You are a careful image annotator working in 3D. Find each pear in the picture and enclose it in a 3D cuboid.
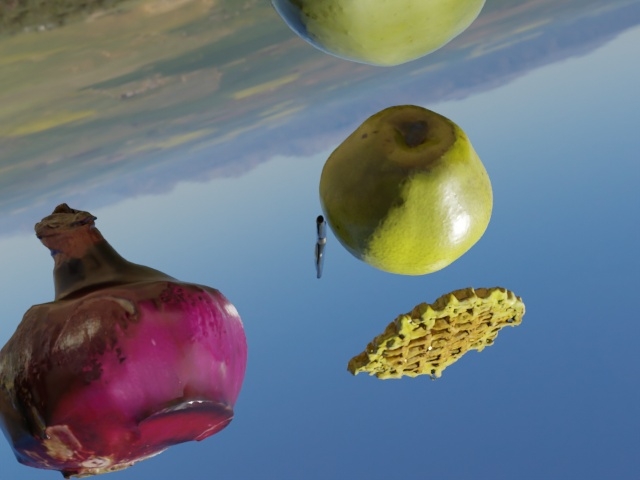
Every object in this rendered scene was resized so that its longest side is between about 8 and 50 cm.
[{"bbox_3d":[0.097,-0.051,1.088,0.198,0.198,0.198,-18,-174,2],"label":"pear"}]

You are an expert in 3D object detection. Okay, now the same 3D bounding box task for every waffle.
[{"bbox_3d":[0.174,0.140,1.421,0.245,0.052,0.254,6,144,-43],"label":"waffle"}]

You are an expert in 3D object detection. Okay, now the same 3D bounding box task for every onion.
[{"bbox_3d":[-0.309,0.130,1.446,0.398,0.420,0.398,-13,162,-4],"label":"onion"}]

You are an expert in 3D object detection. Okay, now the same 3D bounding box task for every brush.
[{"bbox_3d":[0.000,0.000,1.267,0.016,0.063,0.193,7,164,0],"label":"brush"}]

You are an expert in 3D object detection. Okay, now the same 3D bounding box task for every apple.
[{"bbox_3d":[0.080,-0.412,1.317,0.357,0.357,0.357,-18,-174,2],"label":"apple"}]
